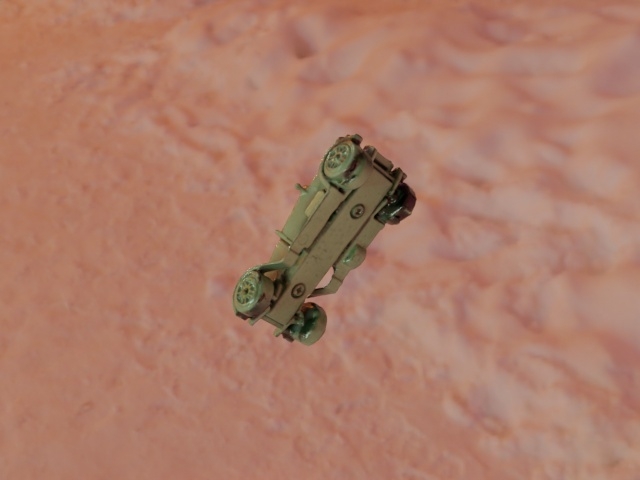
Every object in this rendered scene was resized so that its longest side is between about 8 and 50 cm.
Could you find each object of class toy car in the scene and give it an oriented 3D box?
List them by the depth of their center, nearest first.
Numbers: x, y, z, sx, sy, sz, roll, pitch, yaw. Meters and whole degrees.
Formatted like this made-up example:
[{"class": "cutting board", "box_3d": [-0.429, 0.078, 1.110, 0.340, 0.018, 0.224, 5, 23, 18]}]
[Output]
[{"class": "toy car", "box_3d": [0.000, 0.000, 0.644, 0.143, 0.073, 0.054, -55, 43, 4]}]
